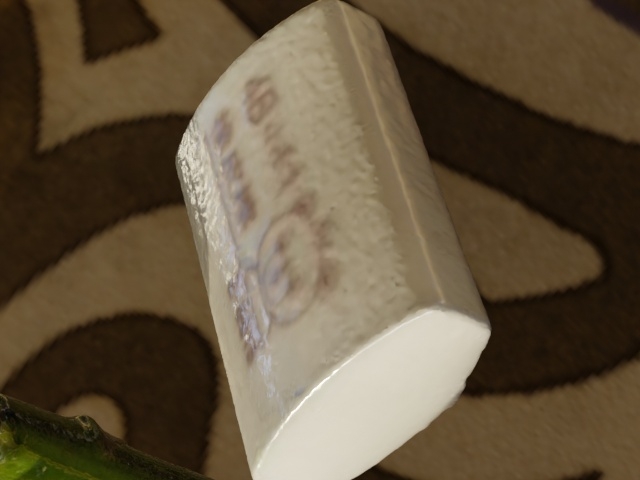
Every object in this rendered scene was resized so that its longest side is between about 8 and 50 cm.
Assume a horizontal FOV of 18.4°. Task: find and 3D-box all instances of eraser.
[{"bbox_3d":[0.000,0.000,1.212,0.174,0.095,0.270,-45,41,29],"label":"eraser"}]

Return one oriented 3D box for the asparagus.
[{"bbox_3d":[-0.167,0.175,1.478,0.060,0.278,0.067,-11,63,33],"label":"asparagus"}]
